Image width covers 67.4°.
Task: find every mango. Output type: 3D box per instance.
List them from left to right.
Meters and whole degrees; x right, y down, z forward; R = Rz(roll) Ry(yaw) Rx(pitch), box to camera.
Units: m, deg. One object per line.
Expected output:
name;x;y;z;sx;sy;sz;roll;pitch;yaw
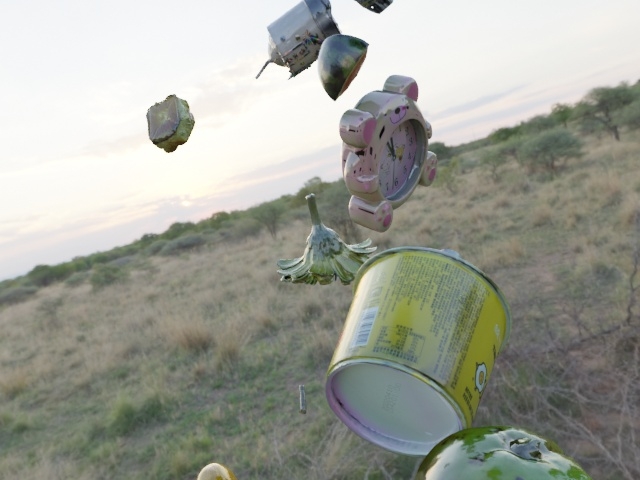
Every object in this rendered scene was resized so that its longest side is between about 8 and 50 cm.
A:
mango;-0.263;0.713;1.300;0.109;0.227;0.147;-37;-35;-3

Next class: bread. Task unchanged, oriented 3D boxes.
bread;-0.414;-0.326;1.330;0.127;0.140;0.069;-25;-22;21

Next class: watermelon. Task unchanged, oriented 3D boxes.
watermelon;0.061;-0.374;1.019;0.094;0.126;0.135;-1;-12;-44

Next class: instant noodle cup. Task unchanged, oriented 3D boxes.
instant noodle cup;0.167;0.211;0.876;0.325;0.326;0.254;-13;28;35

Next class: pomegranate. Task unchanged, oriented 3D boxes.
pomegranate;0.218;0.364;0.549;0.235;0.302;0.236;-6;17;2

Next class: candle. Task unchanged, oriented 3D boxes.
candle;-0.085;-0.642;1.554;0.330;0.188;0.187;-31;2;14

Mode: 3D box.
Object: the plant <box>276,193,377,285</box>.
plant;-0.008;0.034;1.515;0.305;0.297;0.261;-30;-8;-36

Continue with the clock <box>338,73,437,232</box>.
clock;0.161;-0.207;1.143;0.114;0.310;0.284;26;56;37

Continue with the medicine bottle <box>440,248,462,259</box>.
medicine bottle;0.281;0.117;1.139;0.090;0.090;0.217;-12;34;40

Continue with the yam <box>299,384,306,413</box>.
yam;-0.071;0.609;1.865;0.027;0.033;0.130;-29;35;15

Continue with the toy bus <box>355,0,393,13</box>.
toy bus;0.197;-0.915;1.624;0.135;0.330;0.109;31;-31;-30
